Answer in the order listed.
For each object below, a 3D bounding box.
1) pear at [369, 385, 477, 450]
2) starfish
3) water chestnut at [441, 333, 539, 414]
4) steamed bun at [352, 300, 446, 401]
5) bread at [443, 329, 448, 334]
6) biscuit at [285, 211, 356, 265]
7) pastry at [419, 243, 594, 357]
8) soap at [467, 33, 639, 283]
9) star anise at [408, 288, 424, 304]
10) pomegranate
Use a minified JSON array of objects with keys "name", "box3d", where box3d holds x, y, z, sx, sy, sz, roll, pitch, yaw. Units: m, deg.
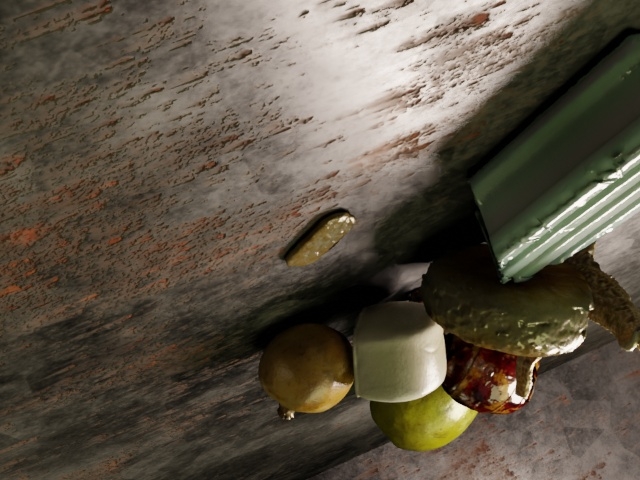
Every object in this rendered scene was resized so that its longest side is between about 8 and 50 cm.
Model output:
[{"name":"pear","box3d":[0.271,0.382,2.247,0.307,0.253,0.253,-32,159,-6]},{"name":"starfish","box3d":[0.469,0.135,1.785,0.082,0.432,0.324,32,121,-23]},{"name":"water chestnut","box3d":[0.361,0.258,2.038,0.244,0.289,0.289,-13,166,28]},{"name":"steamed bun","box3d":[0.151,0.201,1.695,0.164,0.146,0.242,-4,-169,11]},{"name":"bread","box3d":[0.269,0.152,1.976,0.043,0.062,0.109,-30,-158,15]},{"name":"biscuit","box3d":[0.000,0.000,1.375,0.071,0.018,0.147,-2,150,-41]},{"name":"pastry","box3d":[0.330,0.106,1.627,0.329,0.329,0.136,-9,114,-36]},{"name":"soap","box3d":[0.404,-0.105,1.390,0.261,0.156,0.446,-5,150,-42]},{"name":"star anise","box3d":[0.192,0.190,1.852,0.070,0.191,0.097,-1,-167,-16]},{"name":"pomegranate","box3d":[-0.027,0.247,1.694,0.196,0.196,0.196,-22,158,-9]}]
